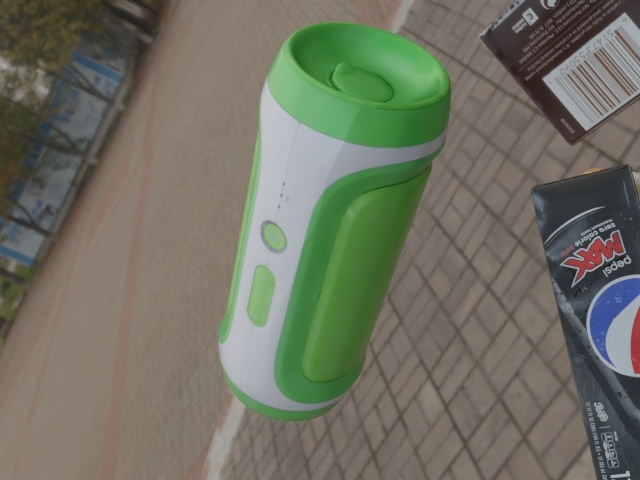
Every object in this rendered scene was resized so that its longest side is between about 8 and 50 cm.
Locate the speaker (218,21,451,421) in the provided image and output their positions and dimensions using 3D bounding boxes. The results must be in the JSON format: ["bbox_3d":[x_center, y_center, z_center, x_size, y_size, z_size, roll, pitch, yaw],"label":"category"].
[{"bbox_3d":[0.000,0.000,0.572,0.131,0.131,0.297,-92,13,-50],"label":"speaker"}]

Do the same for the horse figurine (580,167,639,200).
[{"bbox_3d":[0.475,-0.071,1.182,0.174,0.263,0.066,-107,23,-83],"label":"horse figurine"}]

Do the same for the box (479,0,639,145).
[{"bbox_3d":[0.320,-0.246,0.885,0.168,0.167,0.203,-40,1,41],"label":"box"}]

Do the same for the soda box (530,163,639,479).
[{"bbox_3d":[0.160,0.049,0.421,0.053,0.060,0.169,-14,81,20],"label":"soda box"}]
